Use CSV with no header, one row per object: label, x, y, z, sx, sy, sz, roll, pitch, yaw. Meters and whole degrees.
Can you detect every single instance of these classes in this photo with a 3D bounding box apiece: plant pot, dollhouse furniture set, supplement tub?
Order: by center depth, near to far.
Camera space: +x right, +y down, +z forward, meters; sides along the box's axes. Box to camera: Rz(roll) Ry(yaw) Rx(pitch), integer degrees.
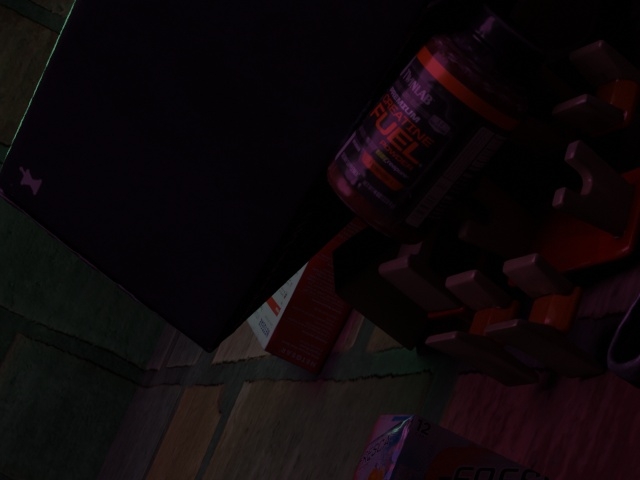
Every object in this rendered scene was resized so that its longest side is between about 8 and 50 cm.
supplement tub,0.100,-0.099,1.134,0.198,0.106,0.106,-52,16,17
dollhouse furniture set,0.181,0.001,1.161,0.259,0.135,0.262,-20,45,57
plant pot,0.086,0.032,1.463,0.096,0.109,0.109,-46,18,19

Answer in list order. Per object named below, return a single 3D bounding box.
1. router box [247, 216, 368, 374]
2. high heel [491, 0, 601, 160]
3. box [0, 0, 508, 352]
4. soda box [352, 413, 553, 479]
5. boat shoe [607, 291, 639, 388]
router box,0.000,0.000,1.902,0.301,0.082,0.335,-63,13,4
high heel,0.215,-0.229,1.462,0.186,0.093,0.261,-101,33,-66
box,-0.018,-0.223,1.395,0.480,0.297,0.472,-57,-9,33
soda box,0.114,0.172,0.871,0.058,0.183,0.063,-67,15,-14
boat shoe,0.274,-0.030,0.808,0.301,0.102,0.108,-60,13,18
